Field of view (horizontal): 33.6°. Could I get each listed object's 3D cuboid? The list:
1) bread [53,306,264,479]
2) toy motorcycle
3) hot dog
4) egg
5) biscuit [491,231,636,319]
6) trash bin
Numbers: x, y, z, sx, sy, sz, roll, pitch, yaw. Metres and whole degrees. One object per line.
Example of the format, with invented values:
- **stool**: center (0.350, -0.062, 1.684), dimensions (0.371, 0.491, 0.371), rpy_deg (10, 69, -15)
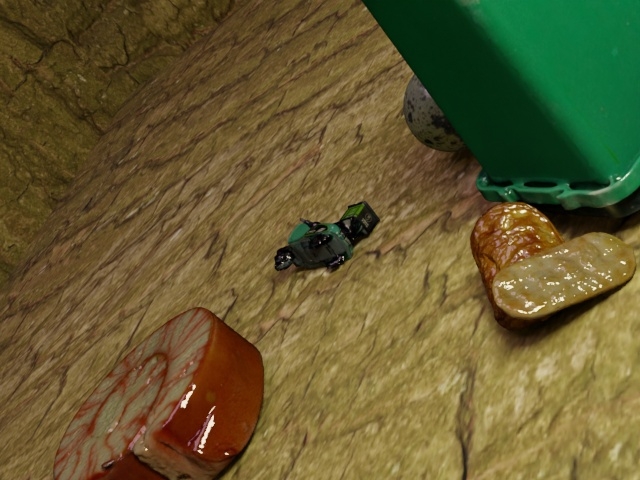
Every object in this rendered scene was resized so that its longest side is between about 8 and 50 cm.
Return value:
- **bread**: center (-0.219, 0.239, 1.442), dimensions (0.327, 0.114, 0.295), rpy_deg (-37, 24, 24)
- **toy motorcycle**: center (0.000, 0.000, 1.550), dimensions (0.173, 0.058, 0.100), rpy_deg (-16, 29, 49)
- **hot dog**: center (0.209, 0.028, 1.106), dimensions (0.099, 0.065, 0.147), rpy_deg (-36, 46, 21)
- **egg**: center (0.190, -0.197, 1.455), dimensions (0.172, 0.132, 0.132), rpy_deg (-44, 19, -29)
- **biscuit**: center (0.238, 0.034, 1.035), dimensions (0.147, 0.018, 0.071), rpy_deg (-21, 46, -5)
- **trash bin**: center (0.226, -0.219, 1.091), dimensions (0.259, 0.381, 0.295), rpy_deg (-52, 23, -14)
